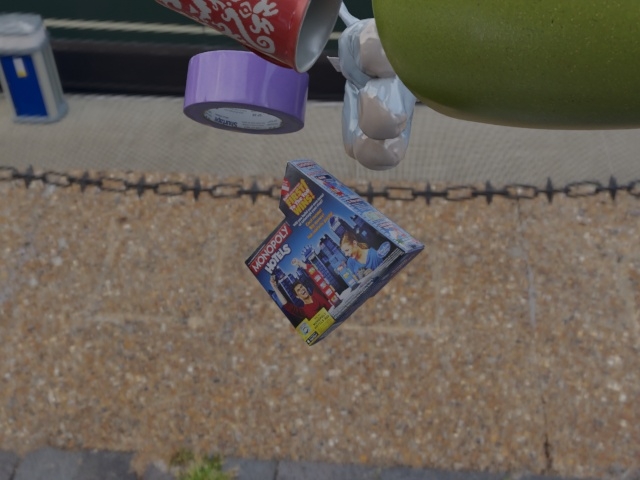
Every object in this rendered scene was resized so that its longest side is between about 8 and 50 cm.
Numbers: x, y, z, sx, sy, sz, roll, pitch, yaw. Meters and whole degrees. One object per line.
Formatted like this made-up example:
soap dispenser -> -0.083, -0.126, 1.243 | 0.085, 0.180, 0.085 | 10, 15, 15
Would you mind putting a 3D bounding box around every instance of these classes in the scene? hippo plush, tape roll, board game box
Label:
hippo plush -> 0.151, -0.232, 1.275 | 0.236, 0.234, 0.294 | -6, 26, -8
tape roll -> -0.114, -0.224, 1.351 | 0.189, 0.189, 0.080 | 6, 84, 9
board game box -> 0.000, 0.000, 1.129 | 0.194, 0.194, 0.060 | 52, 28, 15

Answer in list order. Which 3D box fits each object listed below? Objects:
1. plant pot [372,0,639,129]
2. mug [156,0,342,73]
plant pot -> 0.232, -0.194, 0.670 | 0.275, 0.275, 0.293 | -23, 30, -21
mug -> -0.078, -0.235, 0.872 | 0.169, 0.150, 0.113 | 24, 42, 10
